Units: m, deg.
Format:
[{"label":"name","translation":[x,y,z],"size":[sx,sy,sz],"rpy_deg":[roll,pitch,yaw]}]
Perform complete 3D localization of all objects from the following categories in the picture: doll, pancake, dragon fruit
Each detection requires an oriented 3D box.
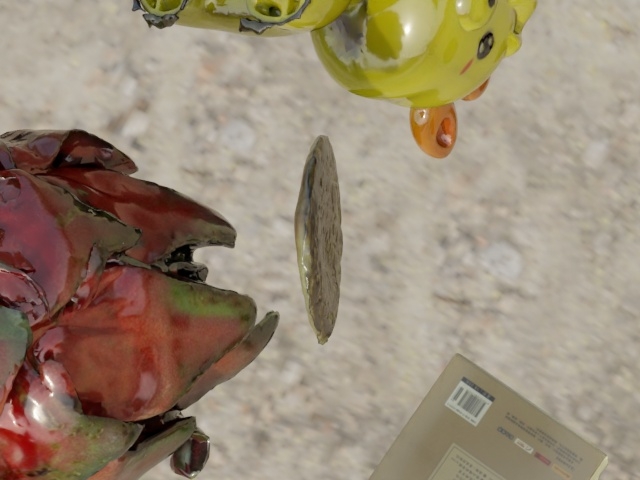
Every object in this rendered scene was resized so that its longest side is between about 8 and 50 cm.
[{"label":"doll","translation":[0.024,-0.119,0.917],"size":[0.135,0.221,0.143],"rpy_deg":[5,88,37]},{"label":"pancake","translation":[0.001,0.000,0.988],"size":[0.011,0.115,0.115],"rpy_deg":[-2,71,10]},{"label":"dragon fruit","translation":[-0.130,0.038,0.756],"size":[0.182,0.188,0.182],"rpy_deg":[-1,89,24]}]

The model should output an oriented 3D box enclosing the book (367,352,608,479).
[{"label":"book","translation":[0.101,0.201,1.410],"size":[0.138,0.016,0.199],"rpy_deg":[35,90,14]}]
